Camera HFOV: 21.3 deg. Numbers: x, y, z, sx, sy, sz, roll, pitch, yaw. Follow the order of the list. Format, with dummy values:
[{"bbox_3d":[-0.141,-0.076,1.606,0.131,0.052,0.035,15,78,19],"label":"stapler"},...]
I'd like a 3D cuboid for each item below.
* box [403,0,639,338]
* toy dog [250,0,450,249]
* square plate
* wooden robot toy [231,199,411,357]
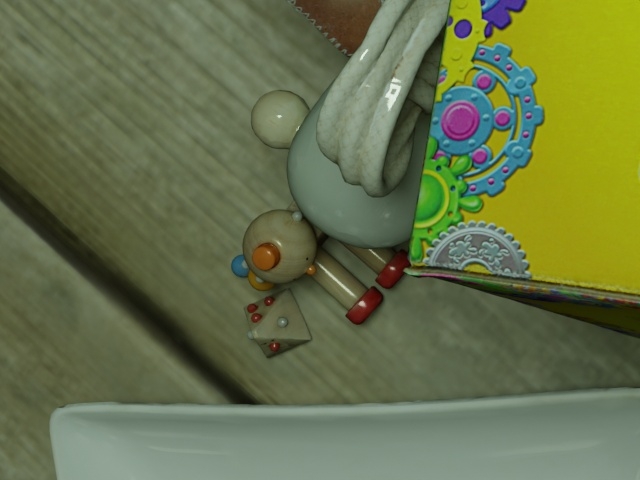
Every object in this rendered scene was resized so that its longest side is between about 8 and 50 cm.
[{"bbox_3d":[0.178,-0.099,0.556,0.177,0.290,0.279,7,86,26],"label":"box"},{"bbox_3d":[0.026,-0.177,0.706,0.161,0.220,0.333,24,87,13],"label":"toy dog"},{"bbox_3d":[0.039,0.242,0.874,0.344,0.049,0.347,-4,100,26],"label":"square plate"},{"bbox_3d":[0.000,0.000,0.821,0.076,0.079,0.173,42,115,11],"label":"wooden robot toy"}]
